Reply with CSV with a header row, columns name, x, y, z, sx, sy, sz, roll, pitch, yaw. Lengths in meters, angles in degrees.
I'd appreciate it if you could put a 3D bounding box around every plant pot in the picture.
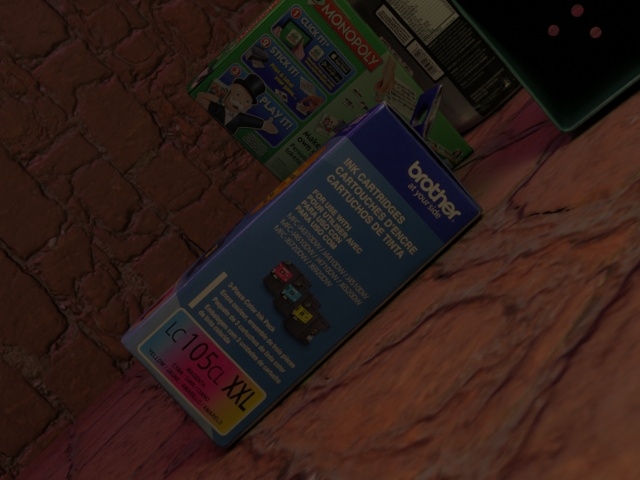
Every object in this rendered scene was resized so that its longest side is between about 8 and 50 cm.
name,x,y,z,sx,sy,sz,roll,pitch,yaw
plant pot,0.260,-0.233,0.711,0.165,0.165,0.234,-40,-1,24

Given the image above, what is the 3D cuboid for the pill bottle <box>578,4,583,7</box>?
name,x,y,z,sx,sy,sz,roll,pitch,yaw
pill bottle,0.470,-0.470,1.104,0.208,0.119,0.119,-36,9,45

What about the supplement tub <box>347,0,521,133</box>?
name,x,y,z,sx,sy,sz,roll,pitch,yaw
supplement tub,0.171,-0.349,1.135,0.207,0.338,0.207,-42,6,6

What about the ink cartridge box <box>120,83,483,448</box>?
name,x,y,z,sx,sy,sz,roll,pitch,yaw
ink cartridge box,0.000,0.000,0.776,0.395,0.151,0.270,-41,7,0

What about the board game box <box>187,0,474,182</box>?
name,x,y,z,sx,sy,sz,roll,pitch,yaw
board game box,0.020,-0.155,0.912,0.213,0.317,0.046,-41,28,11
